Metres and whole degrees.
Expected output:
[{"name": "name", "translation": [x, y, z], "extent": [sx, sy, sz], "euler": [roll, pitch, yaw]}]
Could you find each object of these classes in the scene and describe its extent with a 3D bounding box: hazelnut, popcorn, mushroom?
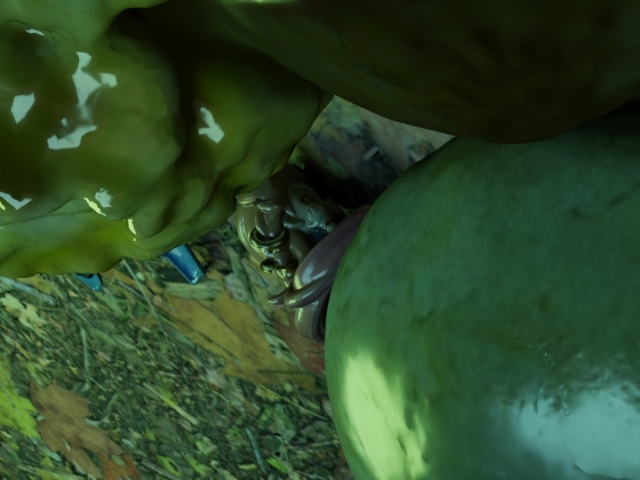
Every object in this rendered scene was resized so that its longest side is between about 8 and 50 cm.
[{"name": "hazelnut", "translation": [0.075, -0.217, 0.775], "extent": [0.365, 0.366, 0.366], "euler": [26, 144, 20]}, {"name": "popcorn", "translation": [-0.177, -0.150, 1.057], "extent": [0.354, 0.344, 0.390], "euler": [38, -170, -40]}, {"name": "mushroom", "translation": [0.176, 0.069, 0.930], "extent": [0.352, 0.260, 0.352], "euler": [11, 140, 10]}]

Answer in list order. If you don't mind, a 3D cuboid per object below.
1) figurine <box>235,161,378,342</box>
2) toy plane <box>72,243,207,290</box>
[{"name": "figurine", "translation": [0.000, 0.010, 1.285], "extent": [0.157, 0.126, 0.114], "euler": [16, 97, 29]}, {"name": "toy plane", "translation": [-0.190, -0.046, 1.418], "extent": [0.254, 0.105, 0.271], "euler": [27, 152, -7]}]
